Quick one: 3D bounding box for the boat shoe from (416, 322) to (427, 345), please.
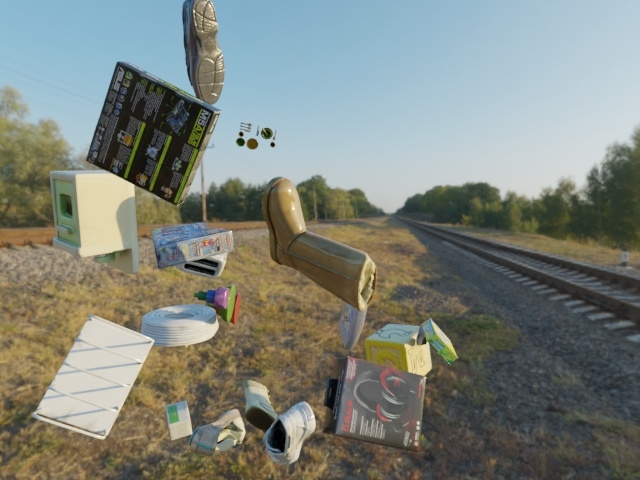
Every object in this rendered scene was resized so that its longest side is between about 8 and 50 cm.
[{"bbox_3d":[0.396,0.354,1.705,0.040,0.049,0.142,0,-40,-5],"label":"boat shoe"}]

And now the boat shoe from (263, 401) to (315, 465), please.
[{"bbox_3d":[-0.092,0.458,1.049,0.084,0.258,0.095,-10,47,-32],"label":"boat shoe"}]

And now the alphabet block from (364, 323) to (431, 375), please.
[{"bbox_3d":[0.319,0.467,1.837,0.193,0.193,0.197,-5,8,38],"label":"alphabet block"}]

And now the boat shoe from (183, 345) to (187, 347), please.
[{"bbox_3d":[-0.532,0.377,1.774,0.045,0.050,0.135,-28,28,-17],"label":"boat shoe"}]

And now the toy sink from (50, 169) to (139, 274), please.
[{"bbox_3d":[-0.510,-0.037,1.009,0.153,0.234,0.131,12,16,41],"label":"toy sink"}]

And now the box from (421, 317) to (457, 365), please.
[{"bbox_3d":[0.379,0.323,1.437,0.043,0.105,0.179,-41,3,13],"label":"box"}]

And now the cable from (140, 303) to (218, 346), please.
[{"bbox_3d":[-0.483,0.291,1.553,0.257,0.089,0.257,0,6,-11],"label":"cable"}]

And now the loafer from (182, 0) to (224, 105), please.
[{"bbox_3d":[-0.362,-0.571,1.368,0.095,0.302,0.109,27,37,37],"label":"loafer"}]

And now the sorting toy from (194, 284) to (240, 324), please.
[{"bbox_3d":[-0.361,0.214,1.555,0.126,0.127,0.365,8,-15,-1],"label":"sorting toy"}]

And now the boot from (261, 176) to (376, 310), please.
[{"bbox_3d":[0.000,0.000,0.976,0.270,0.236,0.089,25,44,37],"label":"boot"}]

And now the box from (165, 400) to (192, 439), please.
[{"bbox_3d":[-0.578,0.733,1.835,0.087,0.101,0.101,-9,36,-22],"label":"box"}]

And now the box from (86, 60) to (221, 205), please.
[{"bbox_3d":[-0.297,-0.186,0.797,0.184,0.190,0.045,25,19,-6],"label":"box"}]

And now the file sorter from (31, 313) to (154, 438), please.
[{"bbox_3d":[-0.592,0.355,1.196,0.193,0.277,0.173,27,-24,-15],"label":"file sorter"}]

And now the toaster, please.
[{"bbox_3d":[-0.425,0.046,1.638,0.227,0.129,0.146,18,34,-19],"label":"toaster"}]

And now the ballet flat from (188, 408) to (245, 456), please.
[{"bbox_3d":[-0.318,0.652,1.510,0.106,0.107,0.316,15,0,17],"label":"ballet flat"}]

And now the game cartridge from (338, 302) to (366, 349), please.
[{"bbox_3d":[0.162,0.398,2.300,0.062,0.297,0.198,8,27,-12],"label":"game cartridge"}]

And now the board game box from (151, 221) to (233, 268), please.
[{"bbox_3d":[-0.337,0.004,1.187,0.194,0.060,0.194,-9,18,-20],"label":"board game box"}]

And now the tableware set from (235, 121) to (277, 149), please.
[{"bbox_3d":[-0.251,-0.400,1.767,0.154,0.104,0.024,10,29,-13],"label":"tableware set"}]

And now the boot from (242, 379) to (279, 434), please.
[{"bbox_3d":[-0.172,0.558,1.460,0.077,0.213,0.165,-41,24,-1],"label":"boot"}]

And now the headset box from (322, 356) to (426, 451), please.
[{"bbox_3d":[0.147,0.477,1.321,0.293,0.218,0.110,18,-24,-13],"label":"headset box"}]
